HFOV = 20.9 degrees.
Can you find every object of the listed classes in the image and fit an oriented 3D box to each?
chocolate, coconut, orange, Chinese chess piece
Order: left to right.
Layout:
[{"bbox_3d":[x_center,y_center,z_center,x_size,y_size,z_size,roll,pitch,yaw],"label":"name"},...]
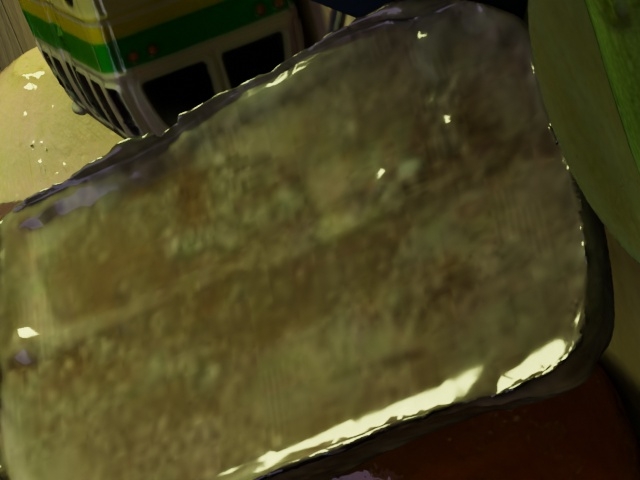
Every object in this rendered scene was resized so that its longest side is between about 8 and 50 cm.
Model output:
[{"bbox_3d":[-0.217,-0.073,1.590,0.233,0.233,0.245,57,169,41],"label":"coconut"},{"bbox_3d":[-0.010,0.026,0.747,0.100,0.303,0.185,29,-134,-47],"label":"chocolate"},{"bbox_3d":[0.057,0.128,0.841,0.224,0.170,0.224,30,129,47],"label":"orange"},{"bbox_3d":[0.127,-0.054,0.589,0.144,0.058,0.144,158,90,-77],"label":"Chinese chess piece"}]

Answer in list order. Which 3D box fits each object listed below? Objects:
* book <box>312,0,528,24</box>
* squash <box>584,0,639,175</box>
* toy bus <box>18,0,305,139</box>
[{"bbox_3d":[-0.035,-0.242,0.604,0.300,0.039,0.428,23,151,10],"label":"book"},{"bbox_3d":[0.131,-0.047,0.458,0.118,0.118,0.371,-142,31,-65],"label":"squash"},{"bbox_3d":[-0.119,-0.163,1.204,0.305,0.143,0.179,32,142,66],"label":"toy bus"}]
